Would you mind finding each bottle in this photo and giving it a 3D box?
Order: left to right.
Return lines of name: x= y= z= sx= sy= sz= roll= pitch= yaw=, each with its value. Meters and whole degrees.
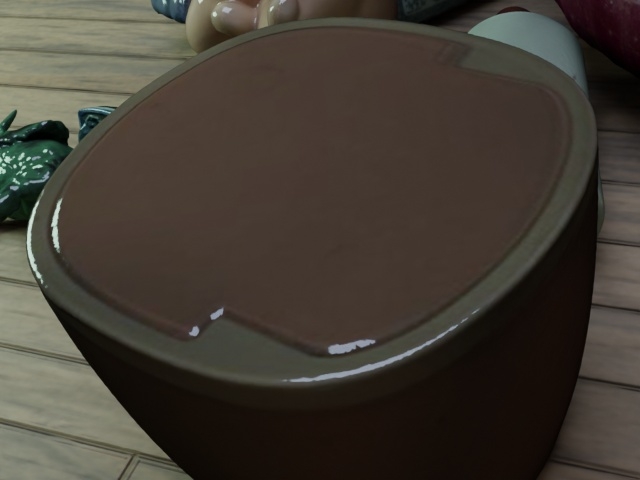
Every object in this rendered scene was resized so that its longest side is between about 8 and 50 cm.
bottle: x=0.149 y=-0.095 z=0.790 sx=0.104 sy=0.104 sz=0.245 roll=-5 pitch=43 yaw=13

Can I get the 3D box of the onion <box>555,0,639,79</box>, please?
onion: x=0.342 y=-0.269 z=0.779 sx=0.359 sy=0.345 sz=0.358 roll=0 pitch=77 yaw=0

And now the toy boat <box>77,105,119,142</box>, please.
toy boat: x=-0.168 y=-0.076 z=0.905 sx=0.140 sy=0.059 sz=0.066 roll=24 pitch=42 yaw=35

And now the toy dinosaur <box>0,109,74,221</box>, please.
toy dinosaur: x=-0.238 y=-0.024 z=0.863 sx=0.120 sy=0.079 sz=0.292 roll=-28 pitch=46 yaw=-10

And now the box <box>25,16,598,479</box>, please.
box: x=0.015 y=0.034 z=0.612 sx=0.301 sy=0.216 sz=0.301 roll=-11 pitch=40 yaw=9

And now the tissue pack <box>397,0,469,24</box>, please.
tissue pack: x=0.158 y=-0.351 z=0.972 sx=0.316 sy=0.227 sz=0.103 roll=-26 pitch=39 yaw=-11

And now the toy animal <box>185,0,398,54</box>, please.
toy animal: x=-0.034 y=-0.219 z=0.931 sx=0.171 sy=0.171 sz=0.197 roll=-31 pitch=53 yaw=-16

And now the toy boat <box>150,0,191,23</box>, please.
toy boat: x=-0.076 y=-0.315 z=1.087 sx=0.078 sy=0.127 sz=0.283 roll=15 pitch=55 yaw=31
